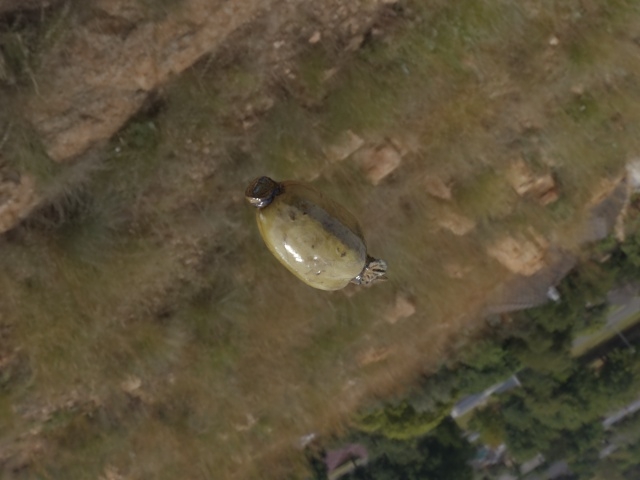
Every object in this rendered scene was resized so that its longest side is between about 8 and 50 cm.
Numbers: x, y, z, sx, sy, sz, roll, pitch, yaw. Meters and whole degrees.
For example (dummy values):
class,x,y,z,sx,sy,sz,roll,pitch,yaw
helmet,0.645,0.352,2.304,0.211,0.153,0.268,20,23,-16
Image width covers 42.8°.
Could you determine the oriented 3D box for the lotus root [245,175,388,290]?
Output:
class,x,y,z,sx,sy,sz,roll,pitch,yaw
lotus root,0.000,0.000,0.687,0.152,0.072,0.063,33,159,-27
